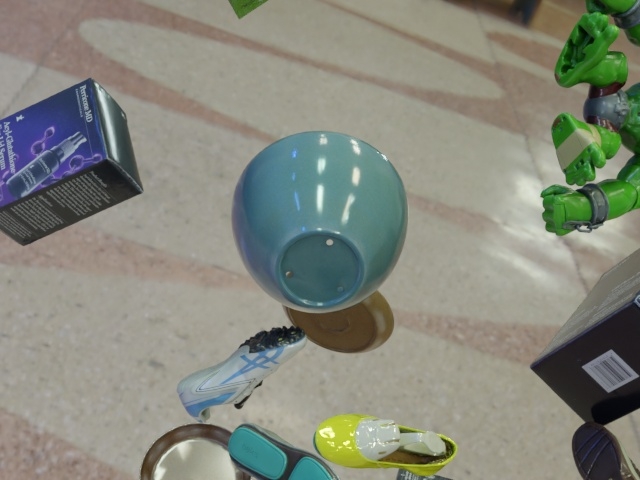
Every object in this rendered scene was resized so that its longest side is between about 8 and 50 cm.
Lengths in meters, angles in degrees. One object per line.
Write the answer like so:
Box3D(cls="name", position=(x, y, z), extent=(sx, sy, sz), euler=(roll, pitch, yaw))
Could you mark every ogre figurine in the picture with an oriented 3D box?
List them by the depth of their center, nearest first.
Box3D(cls="ogre figurine", position=(0.237, -0.102, 0.809), extent=(0.118, 0.197, 0.097), euler=(5, -12, -30))

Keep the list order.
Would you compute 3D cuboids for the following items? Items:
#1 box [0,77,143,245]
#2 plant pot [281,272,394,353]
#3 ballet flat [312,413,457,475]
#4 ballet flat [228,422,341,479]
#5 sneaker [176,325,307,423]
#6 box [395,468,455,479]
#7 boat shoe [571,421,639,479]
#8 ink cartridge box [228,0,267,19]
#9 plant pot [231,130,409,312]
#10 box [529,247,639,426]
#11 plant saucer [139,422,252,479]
Box3D(cls="box", position=(-0.376, -0.111, 1.490), extent=(0.108, 0.207, 0.153), euler=(52, 16, -58))
Box3D(cls="plant pot", position=(0.026, 0.142, 2.015), extent=(0.236, 0.236, 0.032), euler=(25, 47, 4))
Box3D(cls="ballet flat", position=(0.098, 0.277, 1.432), extent=(0.231, 0.077, 0.077), euler=(19, 57, -36))
Box3D(cls="ballet flat", position=(-0.024, 0.275, 1.217), extent=(0.213, 0.072, 0.068), euler=(27, -2, 43))
Box3D(cls="sneaker", position=(-0.114, 0.207, 1.631), extent=(0.086, 0.237, 0.085), euler=(56, 18, -11))
Box3D(cls="box", position=(0.158, 0.522, 1.648), extent=(0.143, 0.270, 0.165), euler=(12, 11, 8))
Box3D(cls="boat shoe", position=(0.536, 0.438, 1.867), extent=(0.095, 0.095, 0.257), euler=(40, 17, -34))
Box3D(cls="ink cartridge box", position=(-0.150, -0.437, 1.439), extent=(0.097, 0.188, 0.255), euler=(-42, 105, -44))
Box3D(cls="plant pot", position=(0.000, 0.000, 1.618), extent=(0.290, 0.290, 0.195), euler=(18, 25, -9))
Box3D(cls="box", position=(0.608, 0.142, 1.920), extent=(0.179, 0.343, 0.312), euler=(44, 57, 3))
Box3D(cls="plant saucer", position=(-0.185, 0.352, 1.559), extent=(0.168, 0.029, 0.168), euler=(1, 49, -1))
